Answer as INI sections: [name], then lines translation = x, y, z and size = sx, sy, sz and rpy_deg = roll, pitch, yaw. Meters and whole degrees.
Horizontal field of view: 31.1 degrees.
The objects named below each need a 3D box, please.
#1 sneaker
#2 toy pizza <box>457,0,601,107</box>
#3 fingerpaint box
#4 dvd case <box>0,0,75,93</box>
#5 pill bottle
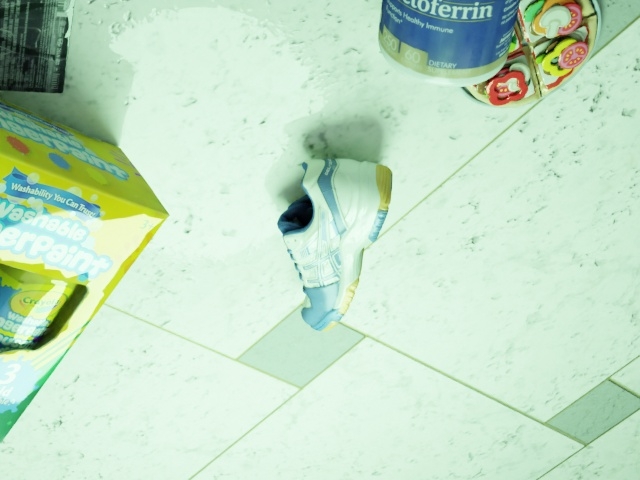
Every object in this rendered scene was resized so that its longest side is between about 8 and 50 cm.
[sneaker]
translation = 0.000, 0.000, 1.564
size = 0.131, 0.112, 0.296
rpy_deg = 12, 130, -7
[toy pizza]
translation = 0.260, -0.240, 1.439
size = 0.201, 0.032, 0.201
rpy_deg = -10, 137, -9
[fingerpaint box]
translation = -0.452, 0.012, 1.245
size = 0.445, 0.163, 0.371
rpy_deg = 23, 110, -48
[dvd case]
translation = -0.379, -0.231, 1.231
size = 0.221, 0.018, 0.164
rpy_deg = 0, 135, -21
[pill bottle]
translation = 0.149, -0.311, 1.238
size = 0.153, 0.153, 0.264
rpy_deg = -7, 136, -12
